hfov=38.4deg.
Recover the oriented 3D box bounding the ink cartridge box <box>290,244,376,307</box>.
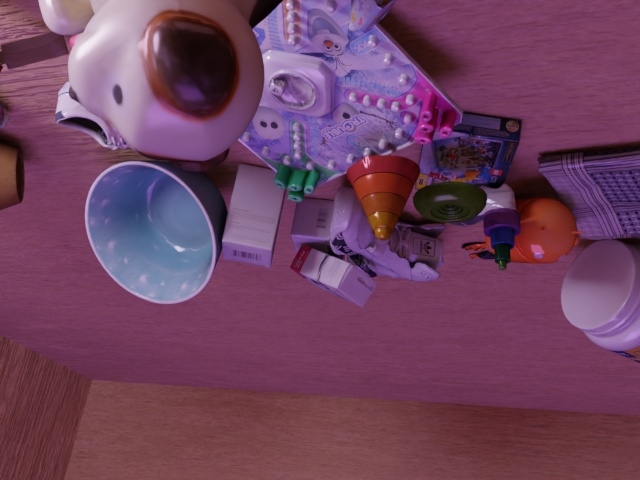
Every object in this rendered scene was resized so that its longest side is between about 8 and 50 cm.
[{"bbox_3d":[0.027,0.075,1.945,0.150,0.063,0.109,22,169,43],"label":"ink cartridge box"}]

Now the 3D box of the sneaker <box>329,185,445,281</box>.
[{"bbox_3d":[0.147,-0.010,1.918,0.210,0.137,0.366,4,161,15],"label":"sneaker"}]

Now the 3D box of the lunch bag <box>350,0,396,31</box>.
[{"bbox_3d":[0.075,-0.332,1.255,0.053,0.083,0.071,18,156,-15],"label":"lunch bag"}]

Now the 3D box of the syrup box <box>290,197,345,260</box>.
[{"bbox_3d":[0.000,0.000,2.052,0.096,0.093,0.237,6,157,10],"label":"syrup box"}]

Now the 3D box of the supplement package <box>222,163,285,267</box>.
[{"bbox_3d":[-0.134,-0.051,1.883,0.105,0.179,0.105,11,157,0],"label":"supplement package"}]

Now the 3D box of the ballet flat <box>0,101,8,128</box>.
[{"bbox_3d":[-0.676,-0.244,1.835,0.221,0.077,0.079,-4,172,42],"label":"ballet flat"}]

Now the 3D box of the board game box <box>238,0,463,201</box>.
[{"bbox_3d":[-0.043,-0.234,1.441,0.390,0.050,0.390,40,141,-27],"label":"board game box"}]

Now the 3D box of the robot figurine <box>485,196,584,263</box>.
[{"bbox_3d":[0.396,-0.019,1.745,0.158,0.128,0.219,51,164,-14],"label":"robot figurine"}]

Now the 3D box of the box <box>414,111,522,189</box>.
[{"bbox_3d":[0.259,-0.150,1.647,0.159,0.044,0.233,9,157,4],"label":"box"}]

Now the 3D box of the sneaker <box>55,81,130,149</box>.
[{"bbox_3d":[-0.373,-0.211,1.731,0.258,0.091,0.094,17,157,-13],"label":"sneaker"}]

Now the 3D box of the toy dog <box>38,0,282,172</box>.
[{"bbox_3d":[-0.147,-0.281,1.059,0.395,0.408,0.284,17,157,-13],"label":"toy dog"}]

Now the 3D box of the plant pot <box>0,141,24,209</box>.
[{"bbox_3d":[-0.770,-0.136,1.956,0.254,0.237,0.237,0,159,-9],"label":"plant pot"}]

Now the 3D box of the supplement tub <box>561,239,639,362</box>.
[{"bbox_3d":[0.679,0.140,1.898,0.316,0.228,0.228,22,155,-25],"label":"supplement tub"}]

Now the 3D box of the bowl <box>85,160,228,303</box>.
[{"bbox_3d":[-0.316,-0.041,1.918,0.311,0.163,0.312,11,117,21],"label":"bowl"}]

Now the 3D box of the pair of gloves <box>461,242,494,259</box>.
[{"bbox_3d":[0.360,0.025,2.054,0.074,0.010,0.083,-6,153,34],"label":"pair of gloves"}]

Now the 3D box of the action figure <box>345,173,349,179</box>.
[{"bbox_3d":[0.007,-0.178,1.633,0.280,0.091,0.139,18,165,-17],"label":"action figure"}]

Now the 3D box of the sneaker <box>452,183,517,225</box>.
[{"bbox_3d":[0.286,-0.065,1.690,0.152,0.061,0.053,-8,157,25],"label":"sneaker"}]

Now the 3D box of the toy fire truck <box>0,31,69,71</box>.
[{"bbox_3d":[-0.519,-0.339,1.435,0.158,0.217,0.246,7,-161,8],"label":"toy fire truck"}]

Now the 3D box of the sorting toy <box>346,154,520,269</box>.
[{"bbox_3d":[0.201,-0.027,1.545,0.365,0.126,0.127,18,153,-32],"label":"sorting toy"}]

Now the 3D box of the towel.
[{"bbox_3d":[0.584,-0.073,1.666,0.312,0.056,0.324,-3,154,30],"label":"towel"}]
